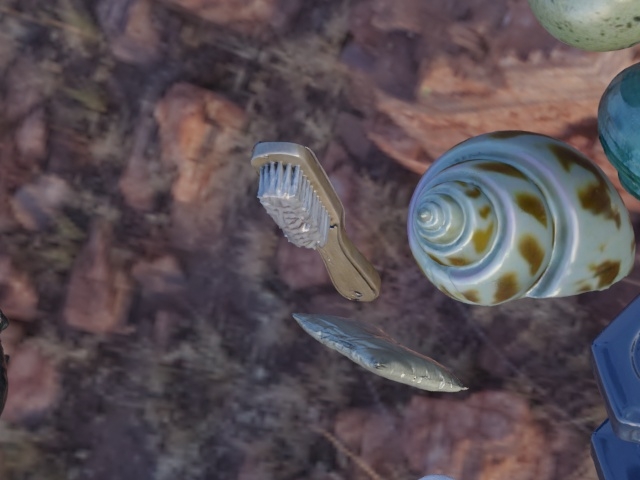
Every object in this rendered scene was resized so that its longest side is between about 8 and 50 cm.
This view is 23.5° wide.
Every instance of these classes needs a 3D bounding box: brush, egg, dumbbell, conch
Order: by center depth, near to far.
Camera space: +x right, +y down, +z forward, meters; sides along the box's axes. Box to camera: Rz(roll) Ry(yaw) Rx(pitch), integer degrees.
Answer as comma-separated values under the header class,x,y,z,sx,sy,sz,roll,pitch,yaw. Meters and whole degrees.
class,x,y,z,sx,sy,sz,roll,pitch,yaw
dumbbell,0.341,0.173,1.500,0.143,0.316,0.156,-16,61,1
egg,0.309,-0.305,1.620,0.177,0.177,0.228,60,144,35
conch,0.376,-0.107,1.692,0.134,0.202,0.196,13,54,38
brush,0.000,0.000,1.714,0.070,0.327,0.065,-1,61,20
conch,0.227,-0.021,1.817,0.249,0.368,0.197,23,125,28

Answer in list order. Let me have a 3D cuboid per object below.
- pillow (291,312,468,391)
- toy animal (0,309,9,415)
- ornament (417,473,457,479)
class,x,y,z,sx,sy,sz,roll,pitch,yaw
pillow,0.071,0.141,1.952,0.230,0.148,0.050,21,96,59
toy animal,-0.358,0.155,1.336,0.245,0.114,0.146,-48,36,-7
ornament,0.048,0.352,0.989,0.337,0.337,0.337,-13,71,41
